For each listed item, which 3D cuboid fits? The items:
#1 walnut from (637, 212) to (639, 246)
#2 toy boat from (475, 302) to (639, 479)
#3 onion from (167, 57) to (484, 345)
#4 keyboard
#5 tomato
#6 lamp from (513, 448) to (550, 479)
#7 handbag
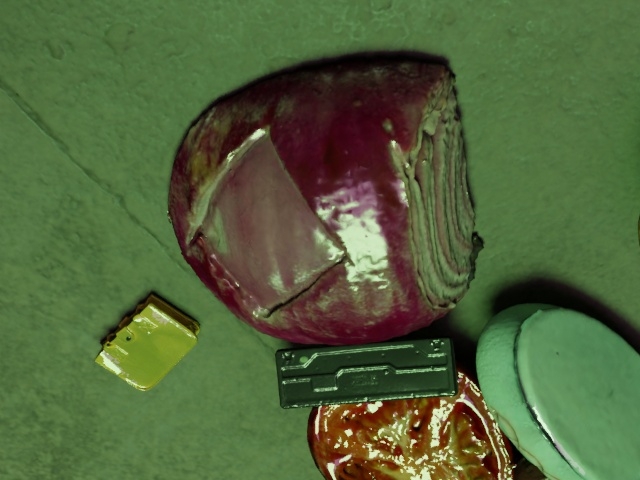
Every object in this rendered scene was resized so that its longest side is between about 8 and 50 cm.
[{"bbox_3d":[0.327,-0.025,0.823,0.195,0.195,0.222,22,131,-12],"label":"walnut"},{"bbox_3d":[0.210,0.138,0.983,0.207,0.134,0.079,41,155,-13],"label":"toy boat"},{"bbox_3d":[0.000,0.000,0.908,0.247,0.111,0.250,-9,126,8],"label":"onion"},{"bbox_3d":[0.038,0.111,0.985,0.155,0.010,0.053,-5,89,14],"label":"keyboard"},{"bbox_3d":[0.086,0.183,1.032,0.166,0.082,0.174,-23,96,14],"label":"tomato"},{"bbox_3d":[0.229,0.248,1.048,0.157,0.135,0.156,-15,121,14],"label":"lamp"},{"bbox_3d":[-0.151,0.089,1.029,0.061,0.027,0.083,36,118,-19],"label":"handbag"}]
